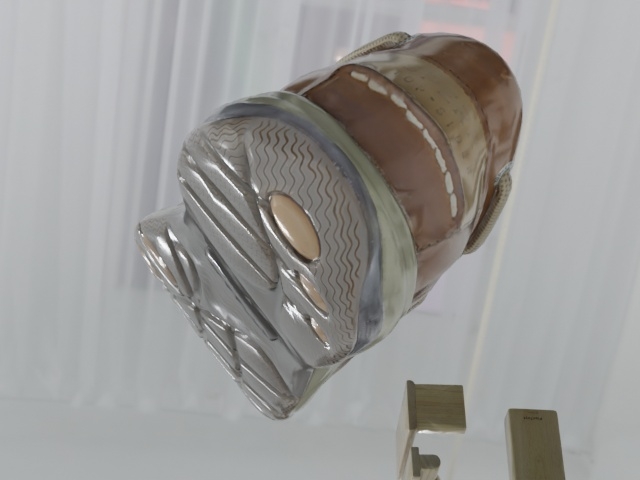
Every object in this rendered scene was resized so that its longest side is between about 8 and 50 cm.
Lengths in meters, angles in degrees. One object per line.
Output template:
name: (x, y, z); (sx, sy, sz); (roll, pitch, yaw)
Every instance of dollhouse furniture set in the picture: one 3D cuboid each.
dollhouse furniture set: (0.159, 0.238, 1.144); (0.151, 0.123, 0.144); (2, -126, -2)

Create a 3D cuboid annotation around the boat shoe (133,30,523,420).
boat shoe: (0.000, 0.000, 0.500); (0.116, 0.123, 0.324); (-36, -178, -18)
